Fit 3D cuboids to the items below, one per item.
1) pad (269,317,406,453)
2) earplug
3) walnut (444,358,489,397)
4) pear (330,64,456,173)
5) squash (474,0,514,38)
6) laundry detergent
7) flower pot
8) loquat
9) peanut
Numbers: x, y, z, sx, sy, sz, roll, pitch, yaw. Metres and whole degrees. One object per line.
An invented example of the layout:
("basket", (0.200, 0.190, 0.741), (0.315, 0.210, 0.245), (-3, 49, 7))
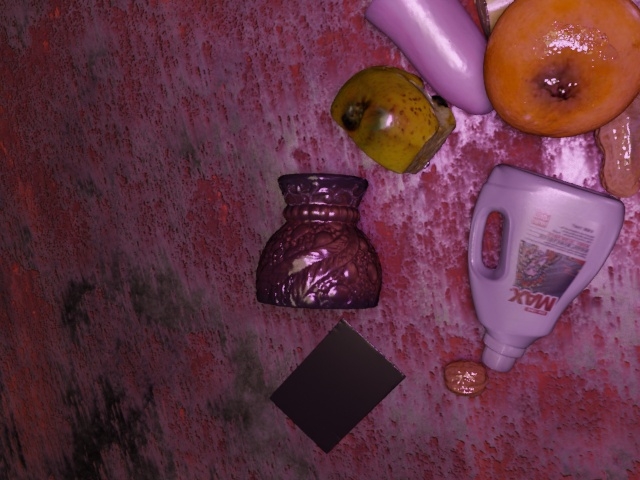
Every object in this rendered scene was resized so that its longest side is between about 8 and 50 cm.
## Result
("pad", (0.034, 0.353, 1.367), (0.202, 0.005, 0.300), (42, 109, 7))
("earplug", (0.244, -0.372, 1.098), (0.172, 0.172, 0.301), (-38, 91, 20))
("walnut", (0.314, 0.297, 1.226), (0.096, 0.082, 0.079), (4, 128, 17))
("pear", (0.125, -0.255, 1.104), (0.238, 0.255, 0.164), (45, 111, 12))
("squash", (0.383, -0.456, 1.051), (0.186, 0.123, 0.123), (-12, 95, 18))
("laundry detergent", (0.401, 0.069, 1.136), (0.264, 0.125, 0.398), (20, 107, 13))
("flower pot", (0.000, 0.000, 1.197), (0.266, 0.266, 0.267), (2, 88, 18))
("loquat", (0.409, -0.301, 0.955), (0.263, 0.263, 0.263), (3, 100, 18))
("peanut", (0.561, -0.177, 1.056), (0.093, 0.083, 0.194), (3, 99, 4))
